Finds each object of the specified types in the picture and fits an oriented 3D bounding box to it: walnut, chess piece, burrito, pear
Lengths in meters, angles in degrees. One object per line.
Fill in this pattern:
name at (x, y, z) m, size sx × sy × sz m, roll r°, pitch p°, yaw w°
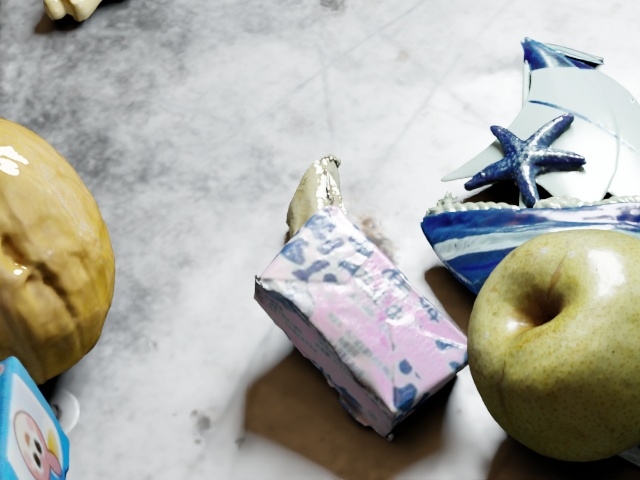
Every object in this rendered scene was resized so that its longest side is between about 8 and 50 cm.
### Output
walnut at (-0.258, 0.010, 1.399) m, size 0.195 × 0.222 × 0.195 m, roll -21°, pitch 29°, yaw 12°
chess piece at (-0.174, -0.250, 1.686) m, size 0.172 × 0.060 × 0.060 m, roll -32°, pitch 55°, yaw -12°
burrito at (0.000, 0.000, 1.476) m, size 0.055 × 0.041 × 0.149 m, roll -17°, pitch 54°, yaw 12°
pear at (0.182, 0.074, 1.306) m, size 0.167 × 0.136 × 0.167 m, roll -22°, pitch 47°, yaw 25°

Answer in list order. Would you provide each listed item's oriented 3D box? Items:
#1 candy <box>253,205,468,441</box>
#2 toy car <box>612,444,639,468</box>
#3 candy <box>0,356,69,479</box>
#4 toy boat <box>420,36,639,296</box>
candy at (0.028, 0.060, 1.381) m, size 0.092 × 0.073 × 0.160 m, roll -41°, pitch 78°, yaw -17°
toy car at (0.239, 0.146, 1.339) m, size 0.093 × 0.025 × 0.041 m, roll 22°, pitch 61°, yaw 24°
candy at (-0.326, 0.206, 1.276) m, size 0.306 × 0.100 × 0.157 m, roll -20°, pitch 29°, yaw 6°
toy boat at (0.172, -0.054, 1.480) m, size 0.210 × 0.070 × 0.291 m, roll -17°, pitch 47°, yaw -7°
